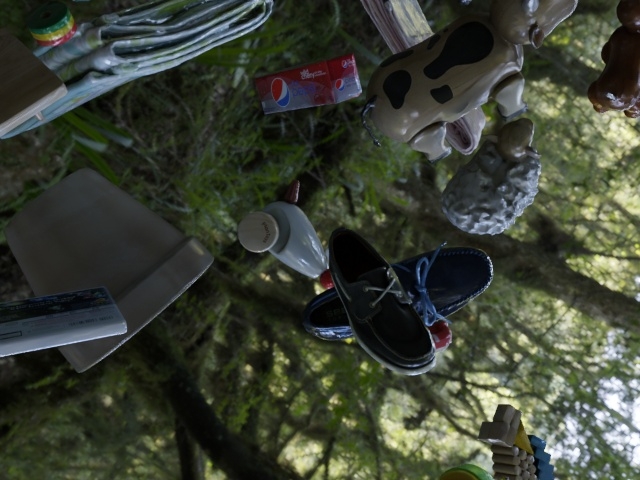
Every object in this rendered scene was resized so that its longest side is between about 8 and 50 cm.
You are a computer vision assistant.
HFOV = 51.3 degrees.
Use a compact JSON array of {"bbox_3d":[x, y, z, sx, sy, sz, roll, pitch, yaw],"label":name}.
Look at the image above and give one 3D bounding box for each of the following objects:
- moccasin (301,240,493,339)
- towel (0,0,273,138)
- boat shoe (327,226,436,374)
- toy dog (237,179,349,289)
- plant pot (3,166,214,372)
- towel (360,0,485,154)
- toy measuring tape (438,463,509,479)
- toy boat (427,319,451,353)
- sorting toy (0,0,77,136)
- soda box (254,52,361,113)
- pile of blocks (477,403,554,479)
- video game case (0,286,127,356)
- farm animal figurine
[{"bbox_3d":[0.134,0.105,1.139,0.342,0.137,0.117,-23,173,5],"label":"moccasin"},{"bbox_3d":[-0.289,-0.265,0.968,0.375,0.090,0.321,-5,-156,43],"label":"towel"},{"bbox_3d":[0.071,0.074,0.857,0.084,0.079,0.233,-20,-134,-13],"label":"boat shoe"},{"bbox_3d":[0.000,0.000,1.372,0.160,0.334,0.220,-58,-163,13],"label":"toy dog"},{"bbox_3d":[-0.408,0.032,1.222,0.323,0.280,0.323,-38,-170,8],"label":"plant pot"},{"bbox_3d":[0.207,-0.321,1.228,0.053,0.316,0.332,-30,-173,24],"label":"towel"},{"bbox_3d":[0.225,0.500,1.268,0.330,0.121,0.121,-29,-159,32],"label":"toy measuring tape"},{"bbox_3d":[0.240,0.219,1.748,0.151,0.231,0.151,36,-53,45],"label":"toy boat"},{"bbox_3d":[-0.336,-0.127,0.653,0.275,0.132,0.046,-40,149,-17],"label":"sorting toy"},{"bbox_3d":[-0.031,-0.343,1.473,0.084,0.092,0.263,-26,-161,-36],"label":"soda box"},{"bbox_3d":[0.454,0.541,1.488,0.149,0.361,0.113,-8,170,-21],"label":"pile of blocks"},{"bbox_3d":[-0.380,0.110,0.921,0.173,0.191,0.022,26,-59,61],"label":"video game case"},{"bbox_3d":[0.166,-0.218,0.687,0.327,0.330,0.172,-45,155,8],"label":"farm animal figurine"}]
